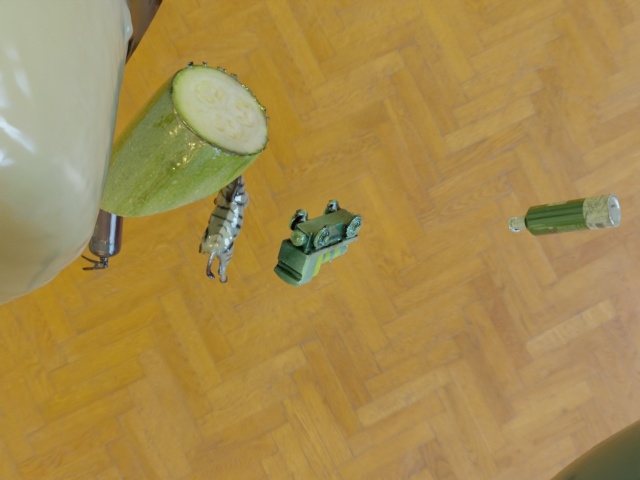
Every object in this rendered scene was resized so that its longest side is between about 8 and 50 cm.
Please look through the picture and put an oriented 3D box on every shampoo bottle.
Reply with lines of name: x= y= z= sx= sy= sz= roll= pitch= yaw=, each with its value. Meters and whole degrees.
shampoo bottle: x=0.450 y=-0.043 z=1.187 sx=0.065 sy=0.204 sz=0.065 roll=9 pitch=78 yaw=-44

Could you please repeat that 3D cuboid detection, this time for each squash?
squash: x=-0.226 y=-0.138 z=1.013 sx=0.189 sy=0.189 sz=0.260 roll=51 pitch=128 yaw=0

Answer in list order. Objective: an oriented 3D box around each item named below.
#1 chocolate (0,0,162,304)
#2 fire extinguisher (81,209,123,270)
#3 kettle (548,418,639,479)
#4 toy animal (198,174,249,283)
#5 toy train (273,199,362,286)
chocolate: x=-0.271 y=-0.081 z=0.403 sx=0.314 sy=0.326 sz=0.297 roll=-25 pitch=69 yaw=33
fire extinguisher: x=-0.478 y=-0.047 z=1.388 sx=0.089 sy=0.072 sz=0.267 roll=13 pitch=113 yaw=2
kettle: x=0.237 y=0.263 z=0.413 sx=0.247 sy=0.319 sz=0.342 roll=35 pitch=95 yaw=12
toy animal: x=-0.163 y=-0.045 z=1.069 sx=0.073 sy=0.176 sz=0.216 roll=11 pitch=75 yaw=-5
toy train: x=0.001 y=0.000 z=1.209 sx=0.083 sy=0.200 sz=0.132 roll=33 pitch=118 yaw=27
